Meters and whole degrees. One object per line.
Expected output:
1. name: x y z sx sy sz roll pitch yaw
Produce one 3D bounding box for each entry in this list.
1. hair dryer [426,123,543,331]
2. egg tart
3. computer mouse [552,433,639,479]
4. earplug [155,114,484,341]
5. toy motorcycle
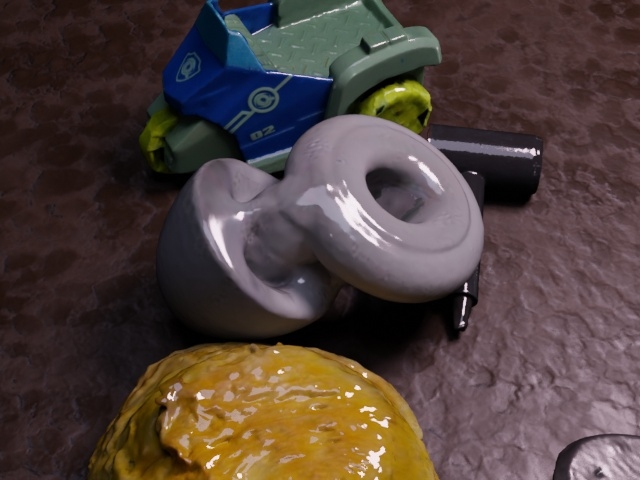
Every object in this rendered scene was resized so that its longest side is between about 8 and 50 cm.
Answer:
1. hair dryer: 0.168 -0.011 1.297 0.128 0.070 0.255 4 56 3
2. egg tart: -0.051 0.207 1.042 0.339 0.153 0.351 -11 48 -5
3. computer mouse: 0.316 0.252 1.041 0.270 0.086 0.137 19 45 4
4. earplug: 0.000 -0.007 1.202 0.325 0.175 0.214 -15 59 -9
5. toy motorcycle: -0.046 -0.187 1.353 0.326 0.200 0.191 -21 53 -20
